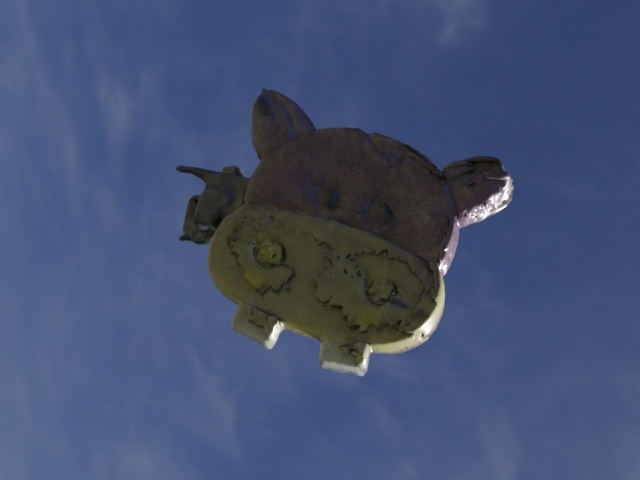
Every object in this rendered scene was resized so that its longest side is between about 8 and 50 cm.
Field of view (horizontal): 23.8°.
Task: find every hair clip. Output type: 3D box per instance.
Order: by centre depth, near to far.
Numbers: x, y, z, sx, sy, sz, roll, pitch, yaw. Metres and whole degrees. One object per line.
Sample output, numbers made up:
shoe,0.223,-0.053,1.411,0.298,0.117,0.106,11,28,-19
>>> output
hair clip,-0.002,-0.004,0.854,0.187,0.146,0.056,14,-22,22
